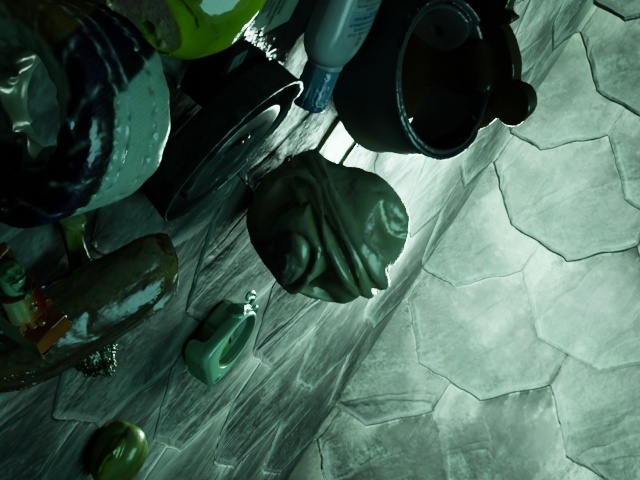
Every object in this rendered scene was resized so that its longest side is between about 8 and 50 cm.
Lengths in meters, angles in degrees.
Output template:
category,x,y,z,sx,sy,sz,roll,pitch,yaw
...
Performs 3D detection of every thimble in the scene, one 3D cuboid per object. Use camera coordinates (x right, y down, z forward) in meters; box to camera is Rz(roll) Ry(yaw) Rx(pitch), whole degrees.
category,x,y,z,sx,sy,sz,roll,pitch,yaw
thimble,-0.278,-0.128,1.199,0.150,0.237,0.237,-19,138,-61

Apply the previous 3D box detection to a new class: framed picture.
category,x,y,z,sx,sy,sz,roll,pitch,yaw
framed picture,0.018,-0.156,2.300,0.201,0.010,0.136,-55,158,24

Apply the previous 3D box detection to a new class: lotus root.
category,x,y,z,sx,sy,sz,roll,pitch,yaw
lotus root,-0.317,0.115,1.609,0.329,0.078,0.167,-34,148,-16

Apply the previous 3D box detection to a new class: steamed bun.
category,x,y,z,sx,sy,sz,roll,pitch,yaw
steamed bun,0.000,0.000,2.124,0.207,0.280,0.268,-49,162,-38

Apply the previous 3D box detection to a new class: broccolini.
category,x,y,z,sx,sy,sz,roll,pitch,yaw
broccolini,-0.324,0.086,1.688,0.079,0.074,0.392,-58,167,-28

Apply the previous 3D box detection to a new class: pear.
category,x,y,z,sx,sy,sz,roll,pitch,yaw
pear,-0.135,-0.305,1.367,0.219,0.187,0.187,-52,164,-41

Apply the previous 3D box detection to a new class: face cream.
category,x,y,z,sx,sy,sz,roll,pitch,yaw
face cream,0.038,-0.362,1.942,0.163,0.080,0.336,-33,150,-58

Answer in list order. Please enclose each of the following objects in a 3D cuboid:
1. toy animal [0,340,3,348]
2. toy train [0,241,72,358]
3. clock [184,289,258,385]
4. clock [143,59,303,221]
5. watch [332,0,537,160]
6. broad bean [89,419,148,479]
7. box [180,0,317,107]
category,x,y,z,sx,sy,sz,roll,pitch,yaw
toy animal,-0.442,0.154,1.393,0.146,0.114,0.245,-56,164,-13
toy train,-0.368,0.061,1.441,0.074,0.118,0.176,-54,166,-25
clock,-0.181,0.179,2.314,0.188,0.060,0.148,-51,162,-25
clock,-0.140,-0.142,1.729,0.280,0.055,0.280,-45,176,-4
watch,0.174,-0.318,2.126,0.327,0.314,0.335,-18,111,-46
broad bean,-0.351,0.382,2.138,0.124,0.082,0.174,-53,162,-26
box,-0.058,-0.341,1.637,0.211,0.058,0.350,-38,163,-49
